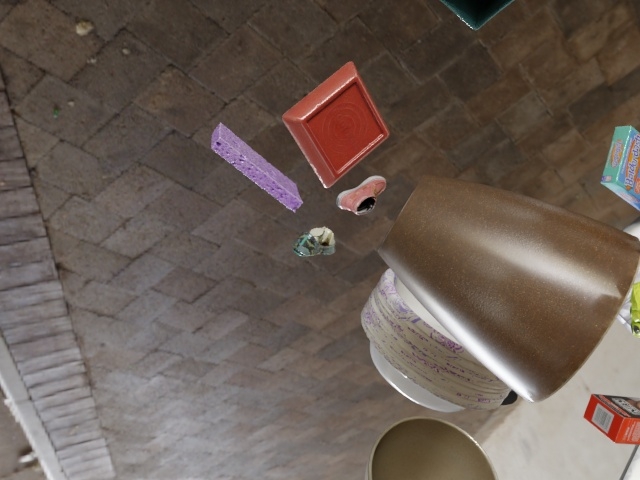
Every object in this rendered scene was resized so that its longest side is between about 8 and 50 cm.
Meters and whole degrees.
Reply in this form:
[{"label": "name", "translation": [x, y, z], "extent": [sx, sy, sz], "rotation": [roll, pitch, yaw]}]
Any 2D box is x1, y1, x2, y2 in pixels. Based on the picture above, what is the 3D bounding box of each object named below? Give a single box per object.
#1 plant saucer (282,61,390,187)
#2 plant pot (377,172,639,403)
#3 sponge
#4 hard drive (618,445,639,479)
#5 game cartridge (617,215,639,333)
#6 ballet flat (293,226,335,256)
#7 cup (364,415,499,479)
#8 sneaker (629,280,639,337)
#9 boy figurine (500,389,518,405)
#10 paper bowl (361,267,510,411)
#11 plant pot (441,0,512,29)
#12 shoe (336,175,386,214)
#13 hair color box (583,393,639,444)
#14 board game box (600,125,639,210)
[{"label": "plant saucer", "translation": [0.061, -0.312, 1.830], "extent": [0.259, 0.048, 0.258], "rotation": [-41, 122, -13]}, {"label": "plant pot", "translation": [0.189, 0.029, 0.749], "extent": [0.215, 0.231, 0.215], "rotation": [-57, 173, -11]}, {"label": "sponge", "translation": [-0.127, -0.146, 1.332], "extent": [0.210, 0.117, 0.031], "rotation": [38, 103, -20]}, {"label": "hard drive", "translation": [0.763, 0.551, 1.293], "extent": [0.233, 0.353, 0.047], "rotation": [-51, 155, -23]}, {"label": "game cartridge", "translation": [0.901, 0.057, 1.808], "extent": [0.355, 0.230, 0.068], "rotation": [-39, 152, 0]}, {"label": "ballet flat", "translation": [0.000, 0.000, 1.547], "extent": [0.070, 0.070, 0.188], "rotation": [-37, 172, 20]}, {"label": "cup", "translation": [0.245, 0.639, 1.652], "extent": [0.331, 0.331, 0.236], "rotation": [-7, 143, -23]}, {"label": "sneaker", "translation": [0.736, 0.134, 1.410], "extent": [0.124, 0.109, 0.296], "rotation": [2, -170, 40]}, {"label": "boy figurine", "translation": [0.346, 0.191, 1.363], "extent": [0.092, 0.285, 0.177], "rotation": [-3, 128, 6]}, {"label": "paper bowl", "translation": [0.201, 0.180, 1.149], "extent": [0.284, 0.284, 0.148], "rotation": [9, 117, -40]}, {"label": "plant pot", "translation": [0.425, -0.712, 1.727], "extent": [0.166, 0.234, 0.165], "rotation": [34, 147, -17]}, {"label": "shoe", "translation": [0.135, -0.122, 1.844], "extent": [0.178, 0.081, 0.063], "rotation": [-26, 129, -32]}, {"label": "hair color box", "translation": [0.463, 0.260, 0.962], "extent": [0.141, 0.072, 0.043], "rotation": [10, 103, -20]}, {"label": "board game box", "translation": [0.829, -0.183, 1.747], "extent": [0.210, 0.160, 0.047], "rotation": [23, 171, -33]}]
